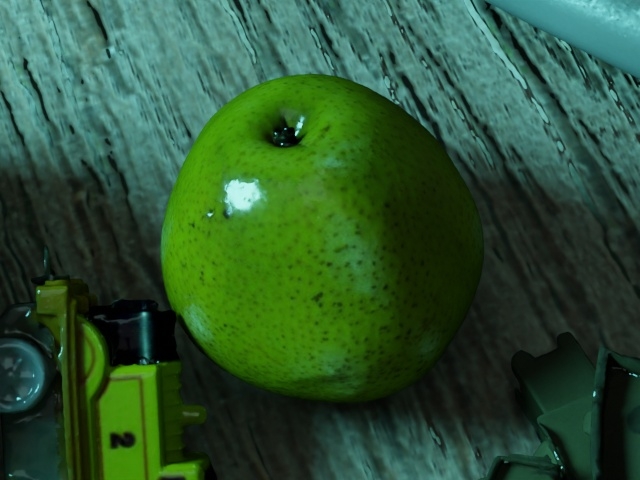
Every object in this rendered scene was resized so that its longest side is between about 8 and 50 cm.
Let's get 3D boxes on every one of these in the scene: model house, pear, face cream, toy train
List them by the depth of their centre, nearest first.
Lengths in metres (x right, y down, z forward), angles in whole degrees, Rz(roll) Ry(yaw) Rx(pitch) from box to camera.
[{"bbox_3d":[0.170,0.134,0.868,0.211,0.204,0.243,-23,47,-7],"label":"model house"},{"bbox_3d":[-0.123,0.111,0.914,0.127,0.089,0.219,-3,89,0],"label":"toy train"},{"bbox_3d":[0.001,0.000,0.938,0.198,0.198,0.198,-2,63,4],"label":"pear"},{"bbox_3d":[0.162,-0.187,1.083,0.269,0.073,0.107,32,65,19],"label":"face cream"}]
